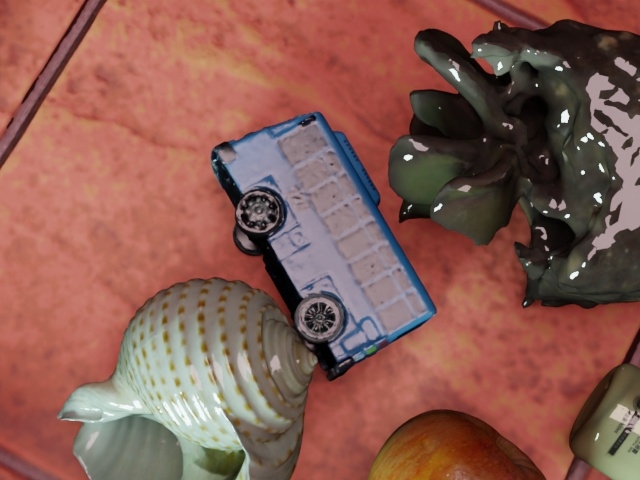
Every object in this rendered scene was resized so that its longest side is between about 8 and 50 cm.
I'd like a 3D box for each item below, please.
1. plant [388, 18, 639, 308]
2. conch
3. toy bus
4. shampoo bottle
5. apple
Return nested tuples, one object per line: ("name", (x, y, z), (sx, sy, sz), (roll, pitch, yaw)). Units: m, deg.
("plant", (0.184, -0.047, 0.913), (0.276, 0.199, 0.188), (6, 84, 1))
("conch", (-0.079, 0.112, 0.907), (0.131, 0.200, 0.172), (-26, 99, -43))
("toy bus", (0.000, 0.000, 0.952), (0.106, 0.090, 0.185), (-29, 83, -7))
("shampoo bottle", (0.263, 0.160, 0.933), (0.162, 0.079, 0.079), (33, 80, 5))
("apple", (0.094, 0.177, 0.904), (0.126, 0.126, 0.102), (39, 96, 6))
